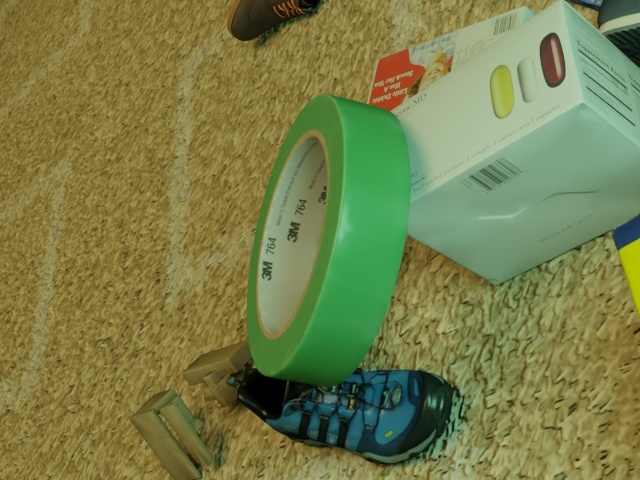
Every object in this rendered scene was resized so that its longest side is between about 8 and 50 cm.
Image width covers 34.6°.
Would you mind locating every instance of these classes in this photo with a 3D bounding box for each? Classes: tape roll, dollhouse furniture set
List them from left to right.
[{"bbox_3d":[-0.161,0.252,1.512,0.144,0.123,0.151,-21,16,42],"label":"dollhouse furniture set"},{"bbox_3d":[0.000,0.000,1.154,0.321,0.077,0.321,-167,90,-72],"label":"tape roll"}]

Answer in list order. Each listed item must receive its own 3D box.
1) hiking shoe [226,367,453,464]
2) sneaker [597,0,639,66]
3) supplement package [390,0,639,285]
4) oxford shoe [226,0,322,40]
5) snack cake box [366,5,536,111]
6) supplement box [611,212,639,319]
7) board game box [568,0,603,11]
[{"bbox_3d":[0.020,0.201,1.232,0.304,0.132,0.113,-14,57,46],"label":"hiking shoe"},{"bbox_3d":[0.428,-0.276,1.067,0.319,0.112,0.131,-2,68,49],"label":"sneaker"},{"bbox_3d":[0.223,-0.095,1.118,0.262,0.204,0.145,-31,45,36],"label":"supplement package"},{"bbox_3d":[-0.062,-0.430,1.796,0.271,0.097,0.098,-38,47,29],"label":"oxford shoe"},{"bbox_3d":[0.177,-0.186,1.337,0.264,0.089,0.152,-10,62,48],"label":"snack cake box"},{"bbox_3d":[0.394,0.119,0.773,0.195,0.194,0.357,-35,44,32],"label":"supplement box"},{"bbox_3d":[0.351,-0.334,1.280,0.090,0.020,0.090,-56,36,5],"label":"board game box"}]
